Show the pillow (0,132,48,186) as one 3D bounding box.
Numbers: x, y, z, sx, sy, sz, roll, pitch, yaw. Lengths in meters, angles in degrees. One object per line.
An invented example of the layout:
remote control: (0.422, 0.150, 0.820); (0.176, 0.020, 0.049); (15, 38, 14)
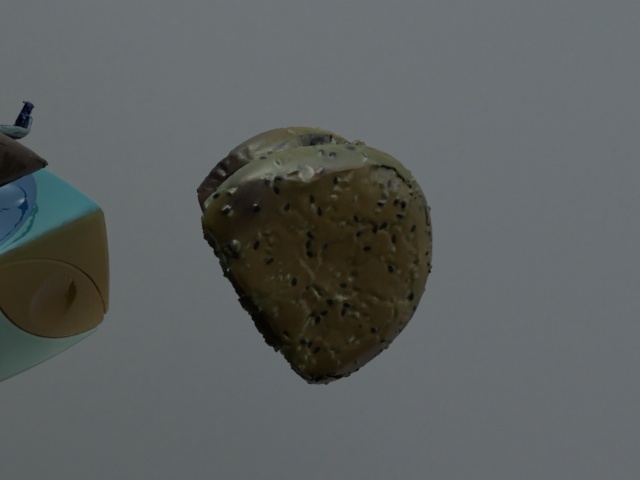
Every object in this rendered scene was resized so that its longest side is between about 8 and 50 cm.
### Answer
pillow: (-0.657, -0.134, 1.456); (0.307, 0.305, 0.108); (-13, -113, 29)

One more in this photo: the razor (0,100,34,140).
razor: (-0.619, -0.220, 1.798); (0.056, 0.324, 0.093); (29, -83, -8)

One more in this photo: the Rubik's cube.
Rubik's cube: (-0.693, 0.054, 1.975); (0.351, 0.352, 0.347); (26, -53, 25)

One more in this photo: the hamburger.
hamburger: (0.000, 0.000, 1.189); (0.318, 0.277, 0.195); (55, -8, -27)
